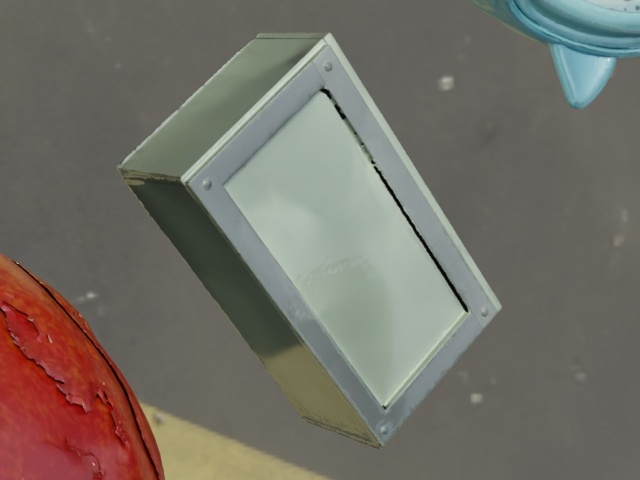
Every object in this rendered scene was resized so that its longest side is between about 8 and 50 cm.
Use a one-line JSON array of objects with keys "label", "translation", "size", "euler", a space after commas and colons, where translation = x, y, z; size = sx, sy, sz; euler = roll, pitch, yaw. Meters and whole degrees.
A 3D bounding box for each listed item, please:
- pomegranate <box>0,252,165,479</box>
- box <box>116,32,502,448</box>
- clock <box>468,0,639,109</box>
[{"label": "pomegranate", "translation": [-0.152, 0.085, 0.429], "size": [0.210, 0.235, 0.210], "euler": [-30, 139, -30]}, {"label": "box", "translation": [0.000, 0.000, 0.916], "size": [0.129, 0.086, 0.225], "euler": [-47, 120, -21]}, {"label": "clock", "translation": [0.165, -0.218, 0.904], "size": [0.223, 0.094, 0.274], "euler": [-11, 90, -14]}]
